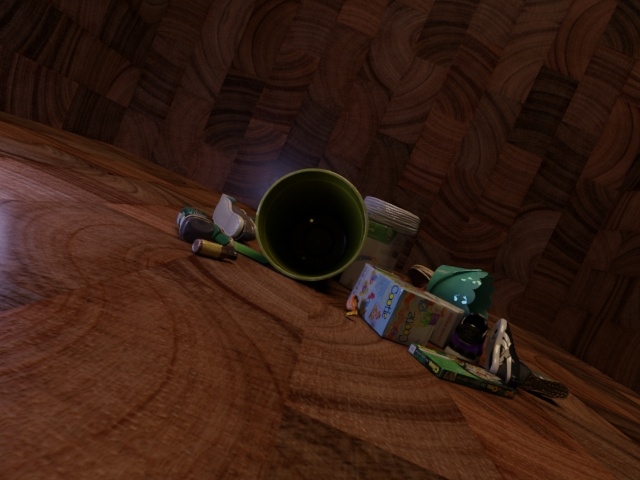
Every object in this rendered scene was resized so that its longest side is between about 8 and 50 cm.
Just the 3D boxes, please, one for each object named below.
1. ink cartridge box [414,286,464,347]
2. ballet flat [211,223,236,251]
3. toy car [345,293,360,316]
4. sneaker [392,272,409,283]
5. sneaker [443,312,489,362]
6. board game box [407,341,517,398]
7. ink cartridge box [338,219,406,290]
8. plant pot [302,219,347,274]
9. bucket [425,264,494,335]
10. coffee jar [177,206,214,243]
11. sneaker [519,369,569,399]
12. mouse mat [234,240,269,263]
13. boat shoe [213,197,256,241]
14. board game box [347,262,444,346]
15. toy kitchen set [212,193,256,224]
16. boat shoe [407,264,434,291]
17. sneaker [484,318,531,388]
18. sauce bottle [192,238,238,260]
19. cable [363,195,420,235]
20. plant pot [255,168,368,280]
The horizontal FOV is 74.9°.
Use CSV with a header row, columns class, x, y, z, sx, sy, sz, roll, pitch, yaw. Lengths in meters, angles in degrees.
class,x,y,z,sx,sy,sz,roll,pitch,yaw
ink cartridge box,0.356,0.248,1.364,0.176,0.128,0.127,26,5,26
ballet flat,-0.323,-0.004,1.344,0.168,0.057,0.052,34,-16,45
toy car,0.087,0.185,1.189,0.040,0.060,0.122,-7,-8,9
sneaker,0.301,0.188,1.997,0.321,0.125,0.180,38,6,26
sneaker,0.474,0.296,1.301,0.102,0.146,0.293,26,5,23
board game box,0.359,0.330,1.062,0.259,0.030,0.136,22,7,-23
ink cartridge box,0.210,0.077,1.669,0.117,0.279,0.201,23,3,35
plant pot,0.000,0.000,1.820,0.293,0.275,0.275,9,3,6
bucket,0.522,0.231,1.590,0.183,0.282,0.281,16,-1,37
coffee jar,-0.379,-0.045,1.267,0.096,0.079,0.184,22,5,-26
sneaker,0.628,0.421,1.255,0.192,0.064,0.086,20,-12,14
mouse mat,-0.251,0.038,1.434,0.189,0.007,0.152,24,4,9
boat shoe,-0.347,-0.082,1.685,0.096,0.117,0.324,26,6,-34
board game box,0.210,0.186,1.234,0.141,0.145,0.275,23,5,-19
toy kitchen set,-0.337,-0.100,1.863,0.166,0.122,0.207,28,6,42
boat shoe,0.494,0.245,1.872,0.123,0.123,0.342,0,47,-44
sneaker,0.553,0.339,1.221,0.121,0.079,0.217,29,47,7
sauce bottle,-0.285,0.029,1.139,0.128,0.042,0.042,22,4,-45
cable,0.282,-0.097,1.713,0.256,0.089,0.257,23,3,28
plant pot,-0.017,-0.027,1.509,0.366,0.367,0.353,25,-7,7
